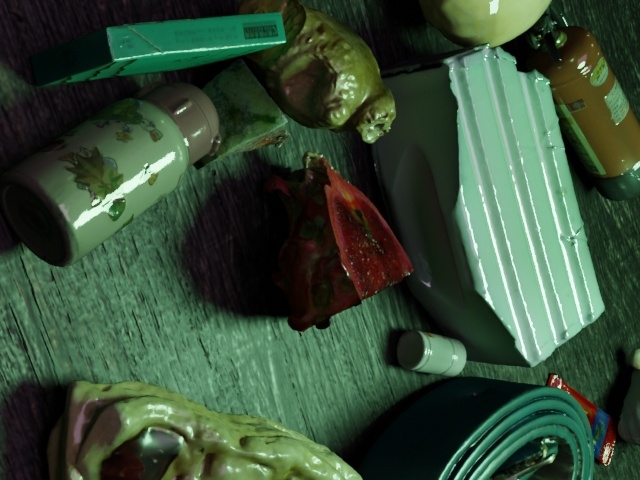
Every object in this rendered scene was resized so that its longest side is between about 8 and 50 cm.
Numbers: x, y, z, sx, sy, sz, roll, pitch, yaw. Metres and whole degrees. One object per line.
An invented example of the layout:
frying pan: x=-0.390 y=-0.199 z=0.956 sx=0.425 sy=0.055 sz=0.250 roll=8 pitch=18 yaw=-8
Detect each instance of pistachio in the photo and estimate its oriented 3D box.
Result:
pistachio: x=0.244 y=-0.379 z=1.607 sx=0.299 sy=0.188 sz=0.187 roll=-40 pitch=115 yaw=-38

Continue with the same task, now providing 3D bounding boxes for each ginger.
ginger: x=0.019 y=-0.197 z=1.409 sx=0.123 sy=0.219 sz=0.270 roll=-49 pitch=152 yaw=16

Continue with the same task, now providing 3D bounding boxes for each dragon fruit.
dragon fruit: x=0.000 y=0.000 z=1.437 sx=0.211 sy=0.134 sz=0.262 roll=70 pitch=19 yaw=4

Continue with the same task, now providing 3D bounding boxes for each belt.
belt: x=0.211 y=0.364 z=1.578 sx=0.437 sy=0.173 sz=0.300 roll=-30 pitch=112 yaw=-38

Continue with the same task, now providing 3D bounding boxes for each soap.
soap: x=0.228 y=-0.049 z=1.610 sx=0.261 sy=0.156 sz=0.446 roll=-28 pitch=108 yaw=-38

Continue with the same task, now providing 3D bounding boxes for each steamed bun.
steamed bun: x=-0.110 y=0.314 z=1.291 sx=0.428 sy=0.189 sz=0.247 roll=27 pitch=79 yaw=-39

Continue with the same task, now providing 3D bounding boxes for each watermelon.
watermelon: x=-0.077 y=-0.159 z=1.372 sx=0.158 sy=0.121 sz=0.097 roll=-16 pitch=82 yaw=-44

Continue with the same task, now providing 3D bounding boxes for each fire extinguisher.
fire extinguisher: x=0.400 y=-0.239 z=1.812 sx=0.113 sy=0.200 sz=0.376 roll=-35 pitch=126 yaw=7

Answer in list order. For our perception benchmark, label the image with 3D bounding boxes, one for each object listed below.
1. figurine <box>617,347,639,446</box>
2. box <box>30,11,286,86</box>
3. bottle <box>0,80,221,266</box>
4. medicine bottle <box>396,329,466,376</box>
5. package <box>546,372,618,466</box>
figurine: x=0.602 y=0.252 z=1.953 sx=0.276 sy=0.133 sz=0.200 roll=-45 pitch=111 yaw=-38
box: x=-0.174 y=-0.207 z=1.246 sx=0.226 sy=0.161 sz=0.042 roll=-15 pitch=96 yaw=-41
bottle: x=-0.214 y=-0.085 z=1.240 sx=0.253 sy=0.120 sz=0.120 roll=-42 pitch=116 yaw=-36
medicine bottle: x=0.154 y=0.158 z=1.607 sx=0.089 sy=0.057 sz=0.057 roll=15 pitch=80 yaw=-40
package: x=0.421 y=0.292 z=1.870 sx=0.200 sy=0.022 sz=0.083 roll=35 pitch=67 yaw=-34
